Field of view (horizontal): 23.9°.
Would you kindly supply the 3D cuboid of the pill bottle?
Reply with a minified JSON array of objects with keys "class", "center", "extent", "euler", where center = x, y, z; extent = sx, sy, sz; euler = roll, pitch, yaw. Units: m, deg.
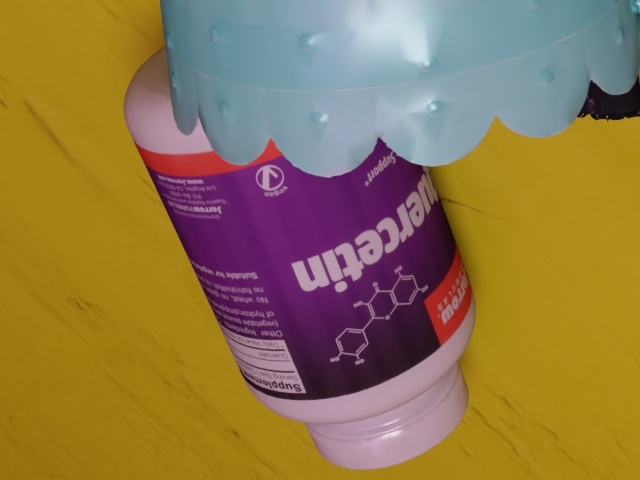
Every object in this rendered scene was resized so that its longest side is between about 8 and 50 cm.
[{"class":"pill bottle","center":[0.000,0.000,1.069],"extent":[0.181,0.181,0.323],"euler":[-4,123,33]}]

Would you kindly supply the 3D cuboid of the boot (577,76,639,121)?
[{"class":"boot","center":[0.190,-0.123,0.954],"extent":[0.121,0.045,0.099],"euler":[11,127,33]}]

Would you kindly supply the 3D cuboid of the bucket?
[{"class":"bucket","center":[0.035,-0.176,0.825],"extent":[0.281,0.281,0.183],"euler":[6,122,27]}]
